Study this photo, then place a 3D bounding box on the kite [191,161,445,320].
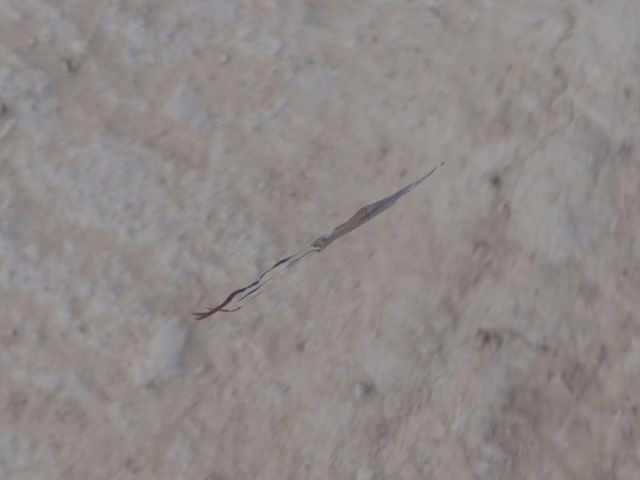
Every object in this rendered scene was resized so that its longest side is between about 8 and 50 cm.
[{"bbox_3d":[0.002,0.003,1.195,0.229,0.127,0.016,-32,85,4],"label":"kite"}]
